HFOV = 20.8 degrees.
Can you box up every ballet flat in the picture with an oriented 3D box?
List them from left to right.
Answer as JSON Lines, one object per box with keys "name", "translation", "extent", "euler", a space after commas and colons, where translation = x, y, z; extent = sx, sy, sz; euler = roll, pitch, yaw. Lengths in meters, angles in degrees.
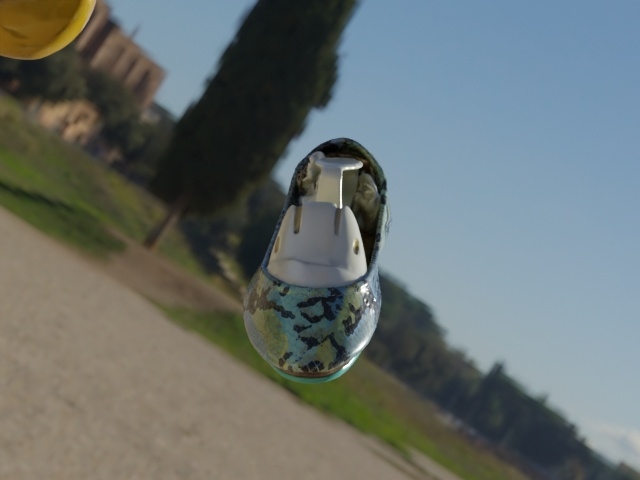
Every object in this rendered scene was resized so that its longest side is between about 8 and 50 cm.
{"name": "ballet flat", "translation": [0.000, 0.000, 0.853], "extent": [0.070, 0.070, 0.188], "euler": [33, 22, -11]}

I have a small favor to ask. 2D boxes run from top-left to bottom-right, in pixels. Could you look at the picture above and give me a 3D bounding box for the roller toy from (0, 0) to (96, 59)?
{"name": "roller toy", "translation": [-0.191, -0.213, 0.925], "extent": [0.191, 0.209, 0.146], "euler": [17, -3, -4]}
